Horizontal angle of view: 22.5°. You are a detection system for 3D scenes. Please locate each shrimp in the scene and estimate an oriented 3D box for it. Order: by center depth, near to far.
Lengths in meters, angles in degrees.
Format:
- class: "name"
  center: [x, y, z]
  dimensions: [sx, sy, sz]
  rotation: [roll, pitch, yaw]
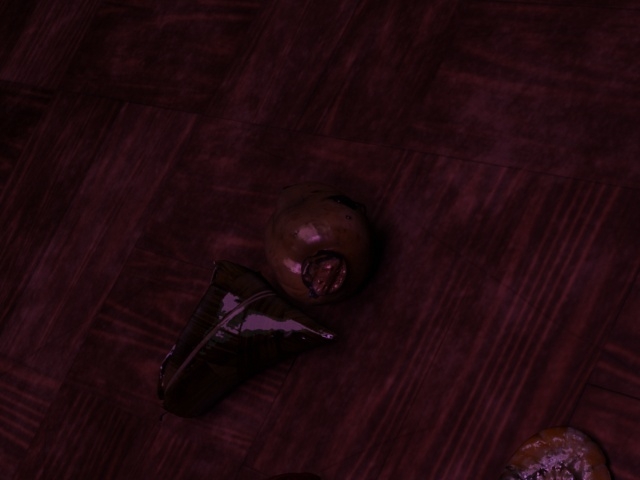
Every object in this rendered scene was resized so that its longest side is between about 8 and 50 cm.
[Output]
- class: "shrimp"
  center: [0.245, 0.309, 1.803]
  dimensions: [0.150, 0.051, 0.217]
  rotation: [27, 80, 45]

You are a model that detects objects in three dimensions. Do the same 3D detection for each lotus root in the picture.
- class: "lotus root"
  center: [0.000, 0.000, 2.215]
  dimensions: [0.154, 0.140, 0.257]
  rotation: [-56, 26, 21]

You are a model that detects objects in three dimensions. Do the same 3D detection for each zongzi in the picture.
- class: "zongzi"
  center: [-0.112, 0.179, 2.235]
  dimensions: [0.241, 0.111, 0.247]
  rotation: [34, 95, 46]

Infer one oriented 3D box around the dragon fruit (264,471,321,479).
- class: "dragon fruit"
  center: [-0.108, 0.482, 1.972]
  dimensions: [0.240, 0.302, 0.330]
  rotation: [42, 115, 21]
